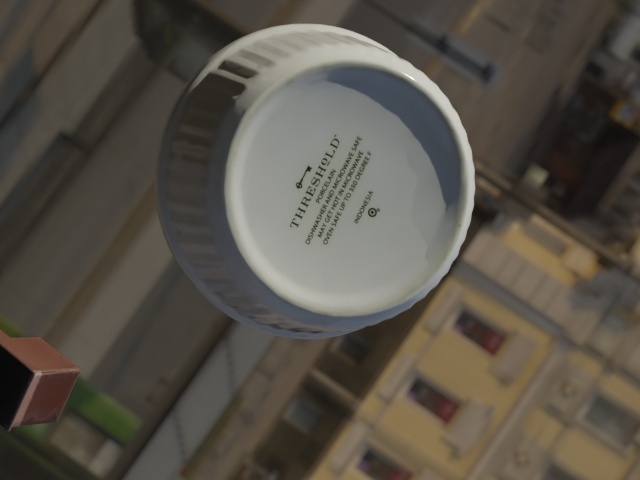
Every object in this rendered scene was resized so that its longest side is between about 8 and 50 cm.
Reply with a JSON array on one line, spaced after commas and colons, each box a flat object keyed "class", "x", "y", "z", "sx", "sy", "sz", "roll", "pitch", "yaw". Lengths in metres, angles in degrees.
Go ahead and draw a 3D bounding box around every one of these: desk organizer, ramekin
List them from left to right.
[{"class": "desk organizer", "x": -0.227, "y": 0.073, "z": 1.283, "sx": 0.050, "sy": 0.130, "sz": 0.047, "roll": 1, "pitch": 119, "yaw": -57}, {"class": "ramekin", "x": 0.005, "y": -0.046, "z": 1.585, "sx": 0.273, "sy": 0.273, "sz": 0.127, "roll": -55, "pitch": -163, "yaw": -6}]
